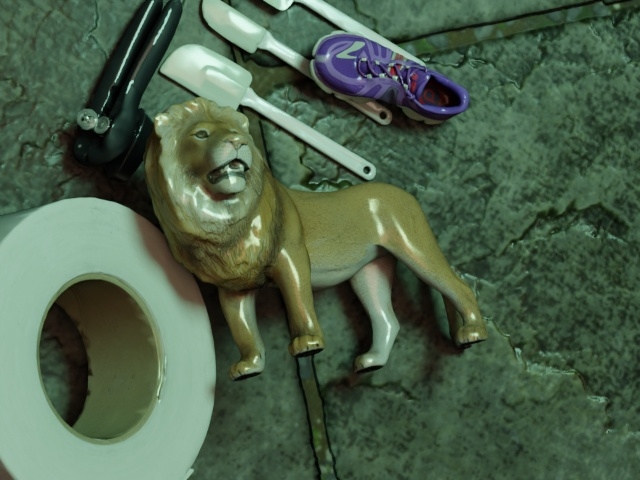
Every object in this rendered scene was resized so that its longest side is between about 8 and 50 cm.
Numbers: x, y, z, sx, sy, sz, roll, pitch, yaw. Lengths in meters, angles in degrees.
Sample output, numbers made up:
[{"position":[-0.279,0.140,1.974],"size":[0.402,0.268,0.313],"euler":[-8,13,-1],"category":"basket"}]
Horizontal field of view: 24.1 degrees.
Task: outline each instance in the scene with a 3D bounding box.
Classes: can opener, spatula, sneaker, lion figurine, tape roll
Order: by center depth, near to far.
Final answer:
[{"position":[-0.222,0.109,1.314],"size":[0.286,0.100,0.286],"euler":[17,68,-49],"category":"tape roll"},{"position":[0.000,0.000,1.423],"size":[0.392,0.142,0.240],"euler":[6,65,-50],"category":"lion figurine"},{"position":[-0.184,-0.151,1.427],"size":[0.059,0.073,0.186],"euler":[14,81,22],"category":"can opener"},{"position":[0.072,-0.164,1.478],"size":[0.169,0.071,0.068],"euler":[14,87,-20],"category":"sneaker"},{"position":[-0.016,-0.179,1.490],"size":[0.242,0.019,0.168],"euler":[30,81,-15],"category":"spatula"}]
